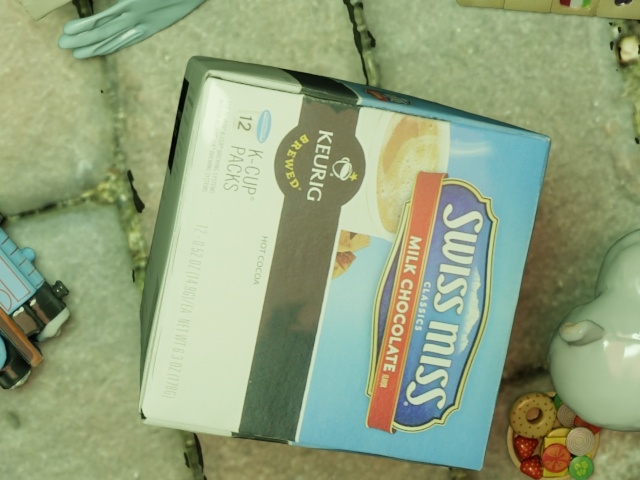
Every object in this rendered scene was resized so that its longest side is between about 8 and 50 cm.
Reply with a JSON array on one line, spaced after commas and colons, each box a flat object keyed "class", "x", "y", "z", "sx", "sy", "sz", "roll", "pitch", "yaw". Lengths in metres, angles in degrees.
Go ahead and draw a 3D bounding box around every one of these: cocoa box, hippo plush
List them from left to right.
[{"class": "cocoa box", "x": 0.000, "y": 0.000, "z": 1.159, "sx": 0.228, "sy": 0.347, "sz": 0.231, "roll": 11, "pitch": 97, "yaw": -8}, {"class": "hippo plush", "x": 0.306, "y": 0.122, "z": 1.305, "sx": 0.237, "sy": 0.234, "sz": 0.294, "roll": 22, "pitch": 70, "yaw": 20}]

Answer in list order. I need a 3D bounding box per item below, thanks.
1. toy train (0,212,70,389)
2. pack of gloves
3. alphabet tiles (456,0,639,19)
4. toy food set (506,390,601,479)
[{"class": "toy train", "x": -0.277, "y": 0.029, "z": 1.272, "sx": 0.105, "sy": 0.080, "sz": 0.184, "roll": -40, "pitch": 100, "yaw": -6}, {"class": "pack of gloves", "x": -0.118, "y": -0.229, "z": 1.210, "sx": 0.232, "sy": 0.195, "sz": 0.046, "roll": -30, "pitch": 72, "yaw": -2}, {"class": "alphabet tiles", "x": 0.222, "y": -0.290, "z": 1.268, "sx": 0.198, "sy": 0.009, "sz": 0.237, "roll": 3, "pitch": 119, "yaw": -9}, {"class": "toy food set", "x": 0.200, "y": 0.167, "z": 1.369, "sx": 0.083, "sy": 0.020, "sz": 0.083, "roll": -1, "pitch": 97, "yaw": -6}]
